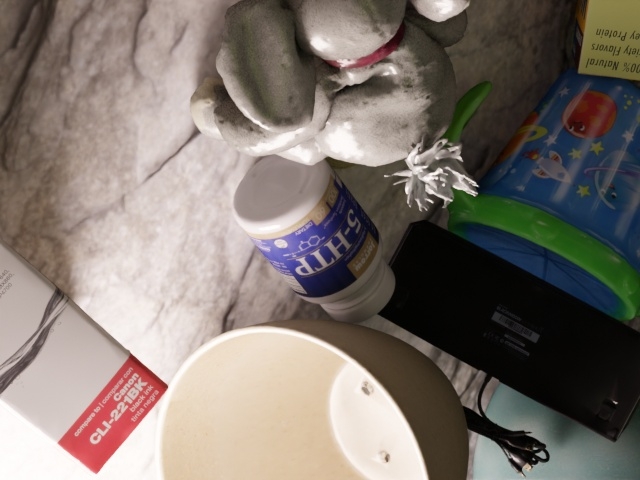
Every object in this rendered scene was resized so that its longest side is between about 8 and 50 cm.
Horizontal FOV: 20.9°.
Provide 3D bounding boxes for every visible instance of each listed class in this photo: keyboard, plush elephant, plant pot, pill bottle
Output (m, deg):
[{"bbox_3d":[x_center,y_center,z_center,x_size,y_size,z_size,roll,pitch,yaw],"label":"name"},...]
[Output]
[{"bbox_3d":[0.197,0.131,1.917,0.201,0.317,0.033,-61,172,-3],"label":"keyboard"},{"bbox_3d":[0.016,-0.198,1.590,0.272,0.330,0.255,-31,131,-12],"label":"plush elephant"},{"bbox_3d":[0.320,0.215,2.047,0.293,0.293,0.196,5,81,-37],"label":"plant pot"},{"bbox_3d":[0.000,0.000,1.807,0.112,0.112,0.186,-46,129,-9],"label":"pill bottle"}]

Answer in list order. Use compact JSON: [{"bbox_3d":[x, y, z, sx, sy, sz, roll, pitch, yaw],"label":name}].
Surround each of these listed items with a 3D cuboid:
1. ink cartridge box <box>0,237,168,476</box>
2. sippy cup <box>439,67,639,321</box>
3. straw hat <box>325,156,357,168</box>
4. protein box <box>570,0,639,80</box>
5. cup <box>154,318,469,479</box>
[{"bbox_3d":[-0.297,0.069,1.572,0.114,0.197,0.273,-50,130,-8],"label":"ink cartridge box"},{"bbox_3d":[0.293,-0.060,1.927,0.305,0.240,0.224,42,73,-49],"label":"sippy cup"},{"bbox_3d":[0.059,-0.118,1.802,0.144,0.061,0.144,-27,141,-24],"label":"straw hat"},{"bbox_3d":[0.387,-0.283,1.879,0.200,0.136,0.201,7,111,2],"label":"protein box"},{"bbox_3d":[0.026,0.219,1.826,0.237,0.331,0.331,-23,126,-55],"label":"cup"}]
